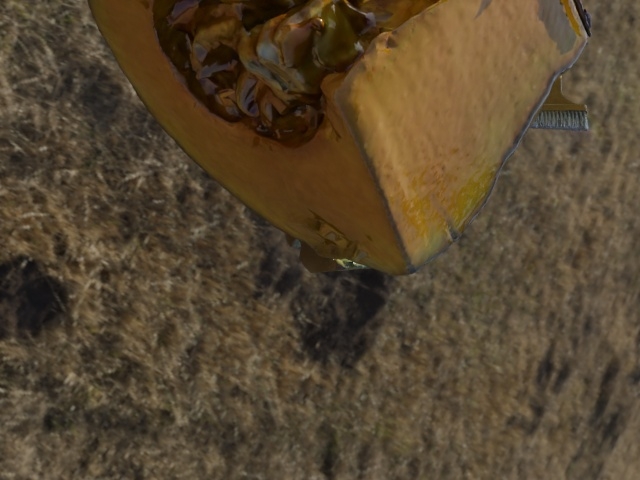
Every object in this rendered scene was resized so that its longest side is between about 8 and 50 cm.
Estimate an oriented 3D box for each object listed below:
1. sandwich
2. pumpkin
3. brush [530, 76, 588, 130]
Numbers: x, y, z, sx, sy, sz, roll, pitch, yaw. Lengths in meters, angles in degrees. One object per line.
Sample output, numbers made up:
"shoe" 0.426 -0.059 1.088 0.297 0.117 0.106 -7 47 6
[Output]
"sandwich" 0.000 0.000 1.541 0.090 0.244 0.088 -8 135 -30
"pumpkin" 0.010 -0.143 0.575 0.225 0.303 0.256 -49 163 -18
"brush" 0.377 -0.249 1.329 0.272 0.103 0.013 -74 163 -50
